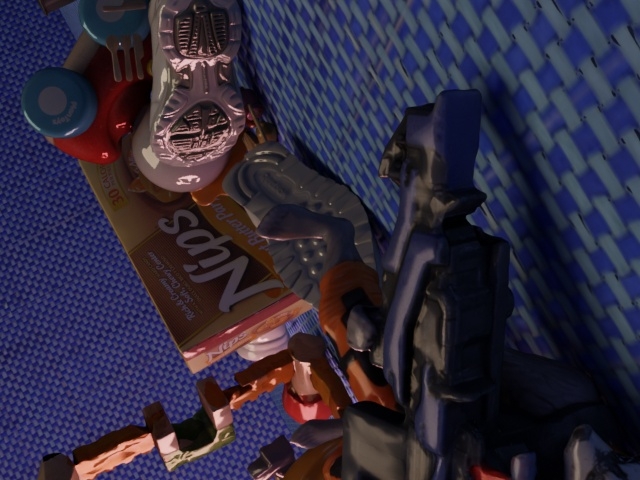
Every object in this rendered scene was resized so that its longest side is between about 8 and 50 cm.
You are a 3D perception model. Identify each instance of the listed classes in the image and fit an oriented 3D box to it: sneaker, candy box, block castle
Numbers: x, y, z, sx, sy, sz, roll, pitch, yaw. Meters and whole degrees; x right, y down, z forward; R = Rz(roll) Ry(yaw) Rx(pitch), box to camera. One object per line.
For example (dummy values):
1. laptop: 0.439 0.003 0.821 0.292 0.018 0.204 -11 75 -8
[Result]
1. sneaker: 0.000 0.000 0.810 0.095 0.090 0.235 54 180 -41
2. sneaker: -0.131 0.083 1.587 0.305 0.114 0.152 35 138 58
3. candy box: -0.162 -0.011 1.217 0.316 0.183 0.087 57 169 23
4. sneaker: -0.121 -0.171 0.885 0.232 0.090 0.115 106 153 -47
5. block castle: -0.122 0.358 1.269 0.303 0.453 0.213 53 159 34

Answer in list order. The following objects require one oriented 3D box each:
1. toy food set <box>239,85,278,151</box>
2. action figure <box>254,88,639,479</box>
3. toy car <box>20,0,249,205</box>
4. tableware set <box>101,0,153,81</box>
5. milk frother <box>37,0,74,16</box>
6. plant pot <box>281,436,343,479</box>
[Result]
1. toy food set: -0.066 -0.119 0.942 0.078 0.019 0.122 65 169 -18
2. action figure: 0.080 0.073 0.540 0.330 0.179 0.341 34 124 54
3. toy car: -0.167 -0.146 1.048 0.238 0.210 0.219 33 -177 -2
4. tableware set: -0.161 -0.231 0.917 0.024 0.104 0.154 16 114 58
5. milk frother: -0.298 -0.363 1.101 0.143 0.135 0.129 60 168 10
6. plant pot: 0.076 0.268 0.835 0.205 0.205 0.188 61 154 3
